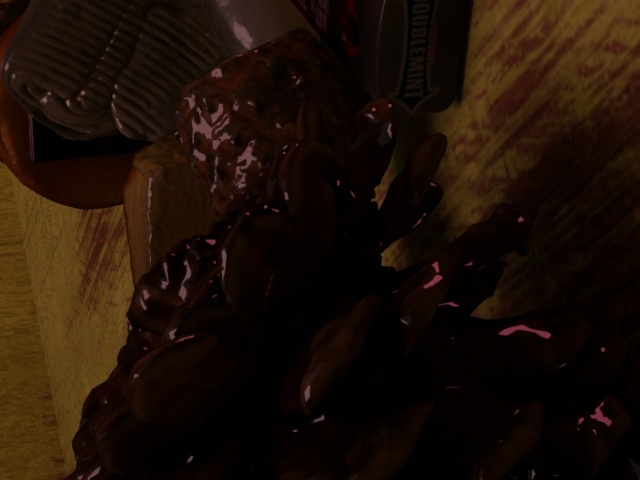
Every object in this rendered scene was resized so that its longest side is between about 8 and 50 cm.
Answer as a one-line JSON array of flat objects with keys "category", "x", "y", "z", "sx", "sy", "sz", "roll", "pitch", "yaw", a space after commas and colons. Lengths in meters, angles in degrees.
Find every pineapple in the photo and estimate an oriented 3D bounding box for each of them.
[{"category": "pineapple", "x": 0.000, "y": 0.000, "z": 1.134, "sx": 0.310, "sy": 0.141, "sz": 0.170, "roll": 65, "pitch": 157, "yaw": -4}]

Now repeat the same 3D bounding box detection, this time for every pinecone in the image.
[{"category": "pinecone", "x": 0.042, "y": 0.124, "z": 0.866, "sx": 0.384, "sy": 0.384, "sz": 0.384, "roll": 172, "pitch": 90, "yaw": -71}]

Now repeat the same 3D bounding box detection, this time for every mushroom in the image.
[{"category": "mushroom", "x": -0.036, "y": -0.185, "z": 1.281, "sx": 0.270, "sy": 0.103, "sz": 0.118, "roll": 62, "pitch": 144, "yaw": 30}]

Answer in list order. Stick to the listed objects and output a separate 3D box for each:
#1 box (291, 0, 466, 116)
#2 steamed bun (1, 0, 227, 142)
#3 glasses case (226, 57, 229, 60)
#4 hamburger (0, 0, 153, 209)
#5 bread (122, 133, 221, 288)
[{"category": "box", "x": 0.036, "y": -0.193, "z": 1.106, "sx": 0.224, "sy": 0.069, "sz": 0.120, "roll": -121, "pitch": 29, "yaw": -52}, {"category": "steamed bun", "x": -0.211, "y": -0.202, "z": 1.560, "sx": 0.218, "sy": 0.211, "sz": 0.144, "roll": -63, "pitch": 12, "yaw": 1}, {"category": "glasses case", "x": -0.094, "y": -0.096, "z": 1.521, "sx": 0.282, "sy": 0.067, "sz": 0.109, "roll": 115, "pitch": 153, "yaw": -63}, {"category": "hamburger", "x": -0.289, "y": -0.183, "z": 1.741, "sx": 0.225, "sy": 0.291, "sz": 0.291, "roll": -140, "pitch": 45, "yaw": -57}, {"category": "bread", "x": -0.086, "y": 0.035, "z": 1.380, "sx": 0.114, "sy": 0.185, "sz": 0.275, "roll": -142, "pitch": 46, "yaw": -58}]
